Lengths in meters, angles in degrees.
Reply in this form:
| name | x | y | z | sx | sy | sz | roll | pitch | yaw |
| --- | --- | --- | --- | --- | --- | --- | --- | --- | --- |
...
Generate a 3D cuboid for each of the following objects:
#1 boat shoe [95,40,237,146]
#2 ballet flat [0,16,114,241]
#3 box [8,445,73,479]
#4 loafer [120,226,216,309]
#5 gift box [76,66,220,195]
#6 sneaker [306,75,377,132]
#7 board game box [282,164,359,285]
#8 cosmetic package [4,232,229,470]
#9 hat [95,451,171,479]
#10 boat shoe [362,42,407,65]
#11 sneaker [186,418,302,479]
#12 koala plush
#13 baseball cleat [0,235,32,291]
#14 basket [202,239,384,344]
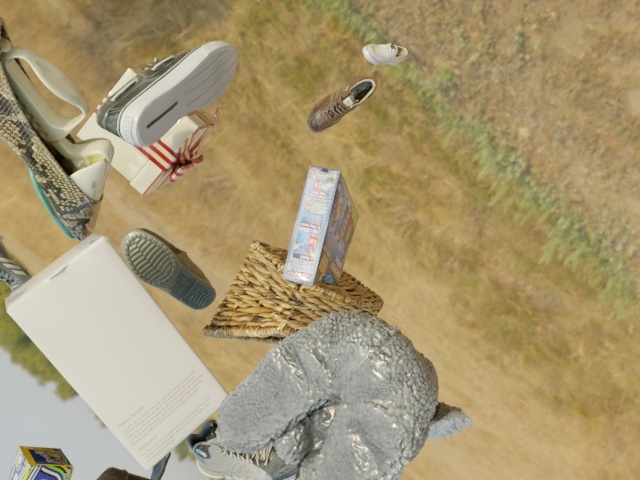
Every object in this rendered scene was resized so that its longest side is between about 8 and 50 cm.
| name | x | y | z | sx | sy | sz | roll | pitch | yaw |
| --- | --- | --- | --- | --- | --- | --- | --- | --- | --- |
| boat shoe | -0.282 | -0.295 | 1.360 | 0.119 | 0.335 | 0.121 | 23 | 133 | 19 |
| ballet flat | -0.498 | -0.194 | 1.349 | 0.164 | 0.182 | 0.483 | -104 | -9 | -50 |
| box | -0.341 | 0.330 | 0.844 | 0.054 | 0.169 | 0.059 | 16 | 179 | -35 |
| loafer | -0.329 | 0.056 | 1.559 | 0.251 | 0.094 | 0.087 | 48 | -175 | -35 |
| gift box | -0.407 | -0.283 | 1.837 | 0.258 | 0.276 | 0.255 | 42 | -163 | -6 |
| sneaker | 0.048 | -0.317 | 1.667 | 0.066 | 0.188 | 0.071 | 51 | 176 | -11 |
| board game box | 0.000 | 0.000 | 1.279 | 0.060 | 0.194 | 0.194 | 13 | 161 | 18 |
| cosmetic package | -0.348 | 0.187 | 1.263 | 0.365 | 0.197 | 0.155 | 57 | 161 | -16 |
| hat | -0.405 | 0.533 | 1.372 | 0.134 | 0.331 | 0.331 | 25 | 164 | -10 |
| boat shoe | 0.108 | -0.306 | 1.185 | 0.035 | 0.100 | 0.035 | -29 | 75 | 37 |
| sneaker | -0.146 | 0.382 | 1.327 | 0.228 | 0.086 | 0.132 | -6 | 133 | 21 |
| koala plush | 0.054 | 0.159 | 0.731 | 0.196 | 0.203 | 0.221 | 43 | -160 | 23 |
| baseball cleat | -0.741 | 0.068 | 1.674 | 0.072 | 0.109 | 0.206 | -26 | 104 | 28 |
| basket | -0.037 | 0.162 | 1.461 | 0.213 | 0.223 | 0.299 | 36 | -170 | 37 |
